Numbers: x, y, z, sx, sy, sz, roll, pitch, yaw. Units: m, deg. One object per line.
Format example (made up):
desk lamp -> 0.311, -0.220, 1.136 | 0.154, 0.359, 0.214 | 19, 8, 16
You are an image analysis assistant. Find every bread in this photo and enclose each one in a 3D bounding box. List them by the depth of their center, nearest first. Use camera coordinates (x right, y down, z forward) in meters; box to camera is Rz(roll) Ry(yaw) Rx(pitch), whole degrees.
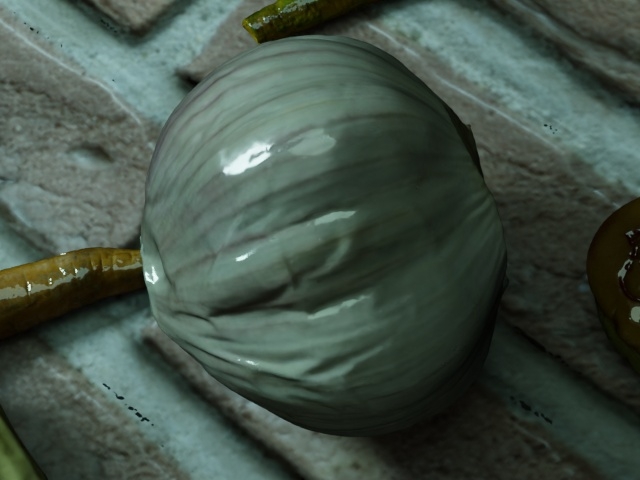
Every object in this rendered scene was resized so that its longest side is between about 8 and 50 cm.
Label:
bread -> 0.262, 0.029, 1.458 | 0.125, 0.086, 0.156 | 25, 67, 23

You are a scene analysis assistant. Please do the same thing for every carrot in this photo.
carrot -> -0.223, 0.043, 1.551 | 0.248, 0.059, 0.059 | -18, 59, -5
carrot -> 0.016, -0.206, 1.661 | 0.171, 0.042, 0.042 | -24, 60, -2

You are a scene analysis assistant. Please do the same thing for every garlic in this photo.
garlic -> 0.000, 0.000, 1.409 | 0.259, 0.317, 0.317 | -12, 59, -1

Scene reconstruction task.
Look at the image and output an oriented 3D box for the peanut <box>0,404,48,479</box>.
peanut -> -0.276, 0.175, 1.438 | 0.147, 0.147, 0.319 | -34, 72, -10
